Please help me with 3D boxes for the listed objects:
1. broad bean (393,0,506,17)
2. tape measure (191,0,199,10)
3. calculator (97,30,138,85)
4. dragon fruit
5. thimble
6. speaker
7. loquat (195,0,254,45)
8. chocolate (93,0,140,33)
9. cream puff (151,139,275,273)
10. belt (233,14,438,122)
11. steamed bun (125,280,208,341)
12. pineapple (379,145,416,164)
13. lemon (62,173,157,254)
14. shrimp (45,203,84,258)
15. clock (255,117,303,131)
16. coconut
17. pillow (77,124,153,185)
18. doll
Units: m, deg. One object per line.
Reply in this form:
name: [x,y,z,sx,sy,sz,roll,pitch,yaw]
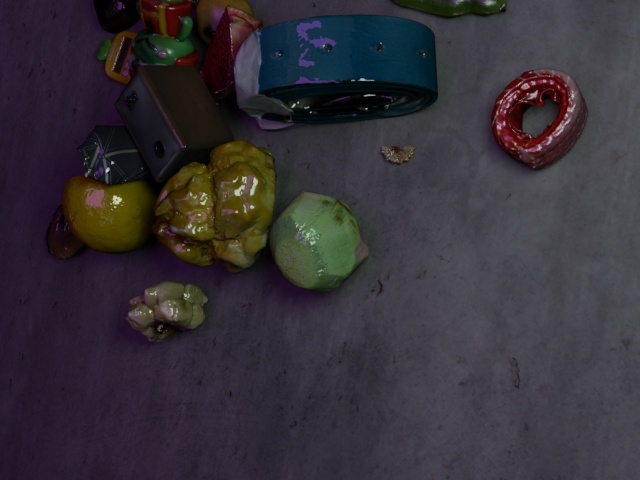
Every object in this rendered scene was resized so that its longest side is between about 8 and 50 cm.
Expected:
broad bean: [0.267,-0.550,1.527,0.318,0.056,0.098,27,97,26]
tape measure: [-0.358,-0.746,1.799,0.258,0.130,0.265,23,90,22]
calculator: [-0.525,-0.504,1.904,0.235,0.032,0.146,24,95,23]
dragon fruit: [-0.200,-0.418,1.658,0.274,0.126,0.161,-45,50,54]
thimble: [0.440,-0.249,1.382,0.163,0.125,0.190,38,102,26]
speaker: [-0.345,-0.278,1.626,0.153,0.192,0.231,-40,76,39]
loquat: [-0.241,-0.555,1.718,0.163,0.137,0.163,6,100,36]
chocolate: [-0.588,-0.653,1.920,0.148,0.080,0.125,38,101,21]
cream puff: [-0.248,-0.082,1.567,0.257,0.324,0.291,6,79,-16]
belt: [0.032,-0.362,1.474,0.436,0.300,0.173,-6,83,8]
steamed bun: [-0.382,0.180,1.689,0.177,0.192,0.106,-22,61,12]
pineapple: [0.175,-0.194,1.557,0.083,0.019,0.045,6,85,22]
lemon: [-0.533,-0.070,1.758,0.240,0.240,0.219,-7,96,24]
shrimp: [-0.692,-0.053,1.933,0.253,0.058,0.173,-41,62,17]
clock: [-0.103,-0.350,1.677,0.198,0.064,0.172,35,99,24]
coconut: [0.000,0.000,1.525,0.236,0.236,0.205,44,135,22]
pillow: [-0.438,-0.212,1.684,0.092,0.335,0.161,-42,65,40]
doll: [-0.405,-0.461,1.765,0.182,0.160,0.363,23,117,20]
